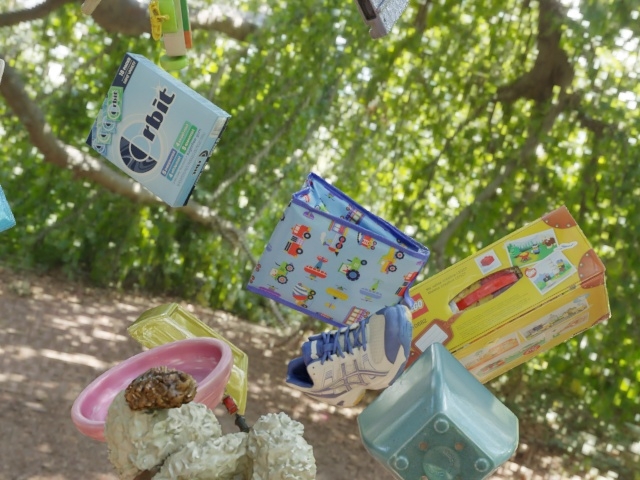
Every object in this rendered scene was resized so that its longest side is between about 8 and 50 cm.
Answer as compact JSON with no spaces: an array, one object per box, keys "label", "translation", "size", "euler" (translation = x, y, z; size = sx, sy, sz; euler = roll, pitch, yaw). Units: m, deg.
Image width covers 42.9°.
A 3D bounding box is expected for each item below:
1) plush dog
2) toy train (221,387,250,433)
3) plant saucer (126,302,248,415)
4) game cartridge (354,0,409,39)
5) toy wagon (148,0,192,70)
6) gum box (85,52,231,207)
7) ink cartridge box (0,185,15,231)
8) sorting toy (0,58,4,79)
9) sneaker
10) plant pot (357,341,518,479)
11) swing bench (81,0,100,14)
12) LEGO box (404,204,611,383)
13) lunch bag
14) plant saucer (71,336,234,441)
[{"label":"plush dog","translation":[-0.162,0.262,0.924],"size":[0.211,0.262,0.225],"euler":[-28,68,-38]},{"label":"toy train","translation":[-0.201,0.360,1.793],"size":[0.158,0.027,0.036],"euler":[58,-11,5]},{"label":"plant saucer","translation":[-0.296,0.264,1.996],"size":[0.333,0.081,0.333],"euler":[37,0,-5]},{"label":"game cartridge","translation":[0.104,-0.687,1.953],"size":[0.068,0.355,0.230],"euler":[-11,30,34]},{"label":"toy wagon","translation":[-0.284,-0.460,1.531],"size":[0.068,0.267,0.344],"euler":[-7,33,-7]},{"label":"gum box","translation":[-0.244,-0.164,1.208],"size":[0.184,0.157,0.041],"euler":[36,18,17]},{"label":"ink cartridge box","translation":[-0.623,-0.050,1.146],"size":[0.198,0.197,0.270],"euler":[-13,14,23]},{"label":"sorting toy","translation":[-0.458,-0.216,1.082],"size":[0.083,0.075,0.045],"euler":[26,-1,-3]},{"label":"sneaker","translation":[0.040,0.192,1.327],"size":[0.131,0.111,0.296],"euler":[17,-40,-18]},{"label":"plant pot","translation":[0.233,0.390,1.588],"size":[0.248,0.247,0.252],"euler":[44,8,0]},{"label":"swing bench","translation":[-0.352,-0.535,1.223],"size":[0.253,0.255,0.165],"euler":[59,12,21]},{"label":"LEGO box","translation":[0.435,0.176,1.998],"size":[0.193,0.500,0.372],"euler":[65,9,28]},{"label":"lunch bag","translation":[0.047,0.051,1.521],"size":[0.293,0.221,0.138],"euler":[30,29,1]},{"label":"plant saucer","translation":[-0.323,0.306,1.621],"size":[0.332,0.084,0.332],"euler":[-17,16,5]}]
